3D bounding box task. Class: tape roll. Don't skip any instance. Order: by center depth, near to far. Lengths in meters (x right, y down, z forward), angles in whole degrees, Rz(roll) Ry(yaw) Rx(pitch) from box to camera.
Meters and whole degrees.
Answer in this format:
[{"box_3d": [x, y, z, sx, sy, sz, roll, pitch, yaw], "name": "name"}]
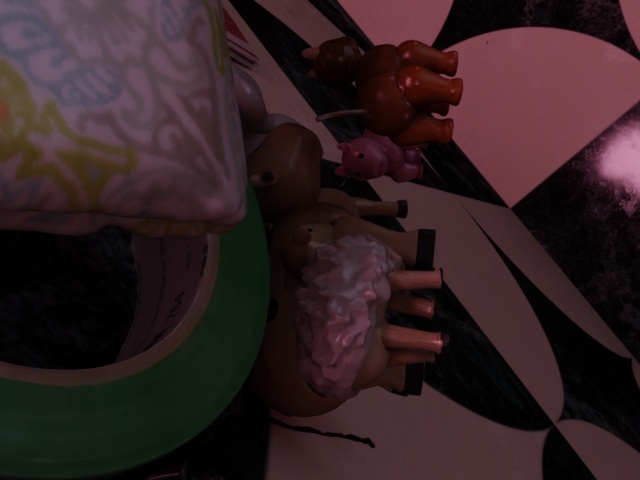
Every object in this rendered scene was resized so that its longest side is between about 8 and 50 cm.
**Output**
[{"box_3d": [-0.169, -0.022, 0.426, 0.321, 0.077, 0.321, 33, 40, -33], "name": "tape roll"}]

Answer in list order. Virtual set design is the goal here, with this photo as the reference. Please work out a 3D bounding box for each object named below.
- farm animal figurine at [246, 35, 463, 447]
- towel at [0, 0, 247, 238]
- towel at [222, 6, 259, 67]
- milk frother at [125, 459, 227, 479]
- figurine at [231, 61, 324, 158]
[{"box_3d": [0.000, 0.000, 0.665, 0.330, 0.172, 0.326, 96, 1, -64], "name": "farm animal figurine"}, {"box_3d": [-0.196, -0.163, 0.302, 0.375, 0.090, 0.320, 2, 79, -46], "name": "towel"}, {"box_3d": [-0.236, -0.408, 1.209, 0.329, 0.037, 0.237, 57, 20, 21], "name": "towel"}, {"box_3d": [-0.063, 0.176, 0.325, 0.129, 0.134, 0.143, 14, 4, 9], "name": "milk frother"}, {"box_3d": [-0.115, -0.124, 0.752, 0.215, 0.092, 0.209, 24, 5, 21], "name": "figurine"}]
